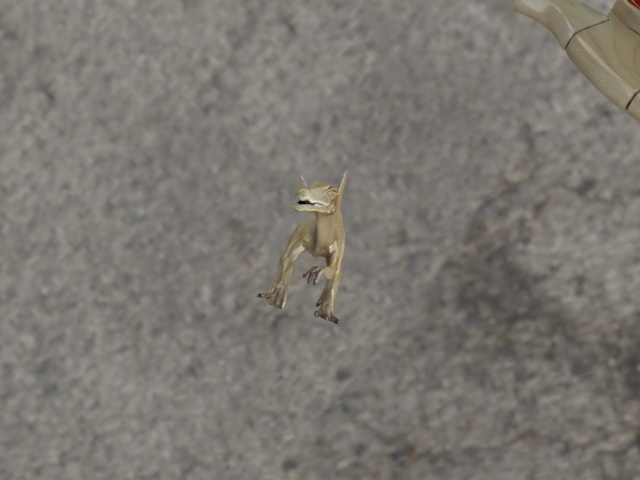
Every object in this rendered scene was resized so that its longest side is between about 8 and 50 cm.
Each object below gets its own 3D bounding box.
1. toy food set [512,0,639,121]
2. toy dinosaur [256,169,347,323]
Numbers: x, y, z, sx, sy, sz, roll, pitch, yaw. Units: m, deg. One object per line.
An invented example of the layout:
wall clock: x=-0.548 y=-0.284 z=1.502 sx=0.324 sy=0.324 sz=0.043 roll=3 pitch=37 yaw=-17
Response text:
toy food set: x=0.106 y=-0.021 z=0.388 sx=0.078 sy=0.019 sz=0.122 roll=-15 pitch=54 yaw=-45
toy dinosaur: x=0.000 y=0.000 z=0.989 sx=0.053 sy=0.183 sz=0.092 roll=19 pitch=91 yaw=-2
